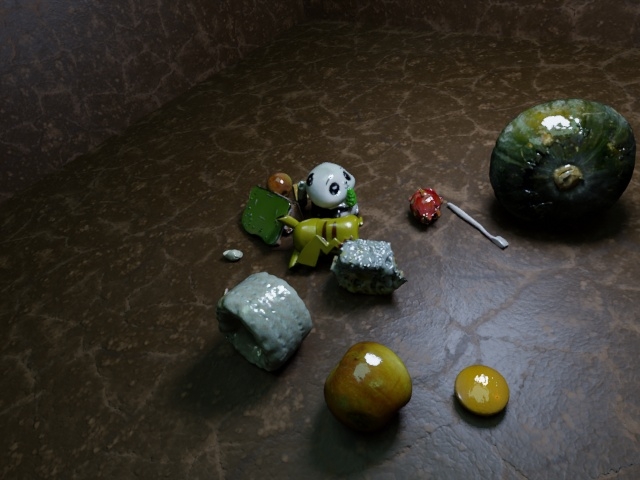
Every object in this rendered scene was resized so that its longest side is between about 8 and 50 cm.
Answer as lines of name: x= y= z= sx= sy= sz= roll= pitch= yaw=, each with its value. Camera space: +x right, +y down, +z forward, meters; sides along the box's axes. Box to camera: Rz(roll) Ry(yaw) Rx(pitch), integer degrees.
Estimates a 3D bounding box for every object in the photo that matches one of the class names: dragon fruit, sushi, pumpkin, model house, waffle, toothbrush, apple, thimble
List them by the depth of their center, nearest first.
apple: x=0.132 y=0.399 z=1.155 sx=0.208 sy=0.237 sz=0.237 roll=39 pitch=62 yaw=10
thimble: x=-0.185 y=0.252 z=1.347 sx=0.292 sy=0.291 sz=0.195 roll=25 pitch=50 yaw=33
sushi: x=0.170 y=0.095 z=1.465 sx=0.274 sy=0.184 sz=0.139 roll=4 pitch=50 yaw=16
pumpkin: x=0.826 y=-0.263 z=1.467 sx=0.455 sy=0.454 sz=0.344 roll=-1 pitch=30 yaw=14
toothbrush: x=0.595 y=-0.066 z=1.620 sx=0.030 sy=0.025 sz=0.307 roll=-22 pitch=45 yaw=-18
dragon fruit: x=0.416 y=-0.140 z=1.668 sx=0.136 sy=0.133 sz=0.165 roll=3 pitch=45 yaw=9
model house: x=-0.190 y=-0.098 z=1.816 sx=0.294 sy=0.154 sz=0.206 roll=29 pitch=102 yaw=45
apple: x=-0.187 y=-0.251 z=1.950 sx=0.126 sy=0.126 sz=0.102 roll=-29 pitch=62 yaw=-13
waffle: x=-0.077 y=-0.231 z=1.970 sx=0.092 sy=0.021 sz=0.135 roll=-16 pitch=44 yaw=-1

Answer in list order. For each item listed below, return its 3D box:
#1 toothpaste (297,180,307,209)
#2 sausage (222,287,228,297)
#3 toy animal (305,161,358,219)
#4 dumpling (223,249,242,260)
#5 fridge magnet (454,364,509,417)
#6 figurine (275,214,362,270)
toothpaste: x=-0.078 y=-0.188 z=1.791 sx=0.060 sy=0.233 sz=0.038 roll=-36 pitch=73 yaw=-16
sausage: x=-0.366 y=0.221 z=1.610 sx=0.015 sy=0.015 sz=0.100 roll=-6 pitch=45 yaw=10
toy animal: x=0.053 y=-0.181 z=1.719 sx=0.213 sy=0.266 sz=0.212 roll=-4 pitch=44 yaw=4
dumpling: x=-0.357 y=0.056 z=1.754 sx=0.077 sy=0.043 sz=0.059 roll=-13 pitch=25 yaw=25
fridge magnet: x=0.443 y=0.412 z=1.165 sx=0.143 sy=0.063 sz=0.143 roll=-9 pitch=46 yaw=9
figurine: x=0.007 y=-0.001 z=1.623 sx=0.327 sy=0.169 sz=0.218 roll=-4 pitch=87 yaw=21
